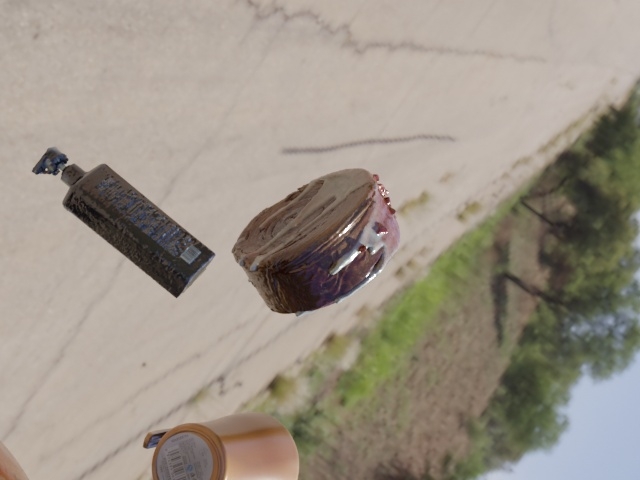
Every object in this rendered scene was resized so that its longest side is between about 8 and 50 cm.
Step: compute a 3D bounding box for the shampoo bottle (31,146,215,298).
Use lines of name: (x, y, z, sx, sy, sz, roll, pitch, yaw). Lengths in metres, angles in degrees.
shampoo bottle: (-0.313, -0.041, 1.709, 0.071, 0.309, 0.098, -51, 179, 38)

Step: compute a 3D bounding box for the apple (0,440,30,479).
apple: (-0.384, 0.233, 0.850, 0.295, 0.329, 0.365, -22, 148, 19)

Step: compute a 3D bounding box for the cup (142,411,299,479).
cup: (-0.177, 0.360, 1.777, 0.264, 0.226, 0.182, 28, 81, -66)

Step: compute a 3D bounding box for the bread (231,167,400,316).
bread: (0.000, 0.000, 1.033, 0.160, 0.073, 0.160, -27, -159, 12)
